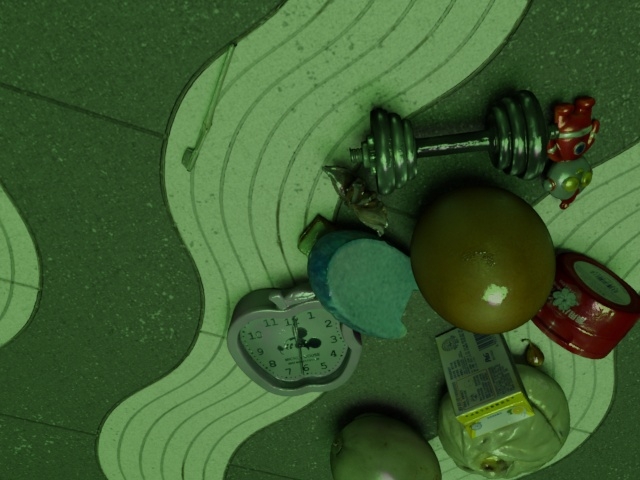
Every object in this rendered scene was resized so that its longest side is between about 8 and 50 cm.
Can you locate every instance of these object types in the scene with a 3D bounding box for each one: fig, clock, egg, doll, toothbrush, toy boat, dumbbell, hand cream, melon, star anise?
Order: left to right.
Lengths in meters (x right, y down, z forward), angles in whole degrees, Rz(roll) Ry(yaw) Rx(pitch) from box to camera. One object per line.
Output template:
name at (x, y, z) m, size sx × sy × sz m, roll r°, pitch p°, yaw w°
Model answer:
toothbrush at (-0.226, -0.265, 1.165) m, size 0.028 × 0.026 × 0.294 m, roll 31°, pitch 118°, yaw -1°
clock at (-0.060, 0.237, 1.432) m, size 0.339 × 0.102 × 0.338 m, roll 0°, pitch 121°, yaw 0°
star anise at (0.082, -0.091, 1.182) m, size 0.065 × 0.195 × 0.182 m, roll -41°, pitch 149°, yaw 0°
toy boat at (0.096, 0.095, 1.310) m, size 0.330 × 0.123 × 0.215 m, roll 27°, pitch 85°, yaw -35°
melon at (0.173, 0.628, 1.578) m, size 0.330 × 0.268 × 0.268 m, roll 36°, pitch 115°, yaw -12°
dumbbell at (0.260, -0.190, 1.124) m, size 0.406 × 0.179 × 0.179 m, roll -6°, pitch 121°, yaw 4°
egg at (0.325, 0.035, 1.160) m, size 0.283 × 0.351 × 0.282 m, roll 3°, pitch 119°, yaw 5°
fig at (0.559, 0.295, 1.506) m, size 0.050 × 0.050 × 0.083 m, roll -28°, pitch 96°, yaw 16°
doll at (0.521, -0.173, 1.194) m, size 0.142 × 0.076 × 0.245 m, roll -16°, pitch 118°, yaw -16°
hand cream at (0.601, 0.144, 1.307) m, size 0.230 × 0.230 × 0.149 m, roll 20°, pitch 119°, yaw -12°

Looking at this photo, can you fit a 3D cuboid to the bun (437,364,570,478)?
bun at (0.491, 0.503, 1.517) m, size 0.365 × 0.219 × 0.365 m, roll 0°, pitch 129°, yaw 0°

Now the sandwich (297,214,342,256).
sandwich at (0.000, 0.000, 1.323) m, size 0.093 × 0.035 × 0.105 m, roll 34°, pitch 116°, yaw -20°

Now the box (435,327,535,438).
box at (0.392, 0.323, 1.390) m, size 0.168 × 0.265 × 0.097 m, roll -30°, pitch 120°, yaw 16°
